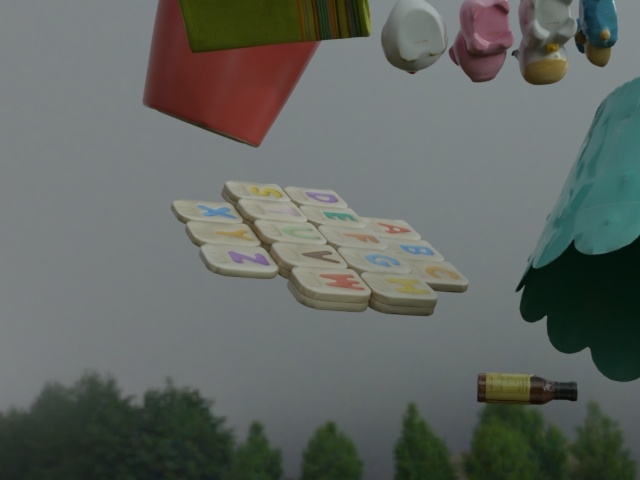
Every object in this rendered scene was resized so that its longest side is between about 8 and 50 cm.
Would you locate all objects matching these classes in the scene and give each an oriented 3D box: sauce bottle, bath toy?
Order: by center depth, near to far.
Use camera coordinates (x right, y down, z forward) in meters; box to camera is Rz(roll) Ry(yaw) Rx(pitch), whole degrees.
[{"bbox_3d":[0.267,0.193,1.332,0.128,0.042,0.042,3,-13,6],"label":"sauce bottle"},{"bbox_3d":[0.254,-0.302,1.523,0.348,0.151,0.129,-5,12,-9],"label":"bath toy"}]

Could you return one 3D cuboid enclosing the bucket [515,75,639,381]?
[{"bbox_3d":[0.313,0.005,0.829,0.281,0.183,0.281,22,-20,8],"label":"bucket"}]

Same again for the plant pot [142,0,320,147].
[{"bbox_3d":[-0.146,-0.289,1.593,0.275,0.243,0.275,21,3,-1],"label":"plant pot"}]

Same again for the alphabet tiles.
[{"bbox_3d":[0.000,0.000,1.035,0.278,0.021,0.284,6,21,-24],"label":"alphabet tiles"}]

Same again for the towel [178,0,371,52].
[{"bbox_3d":[-0.059,-0.281,1.224,0.237,0.102,0.021,-2,23,20],"label":"towel"}]
